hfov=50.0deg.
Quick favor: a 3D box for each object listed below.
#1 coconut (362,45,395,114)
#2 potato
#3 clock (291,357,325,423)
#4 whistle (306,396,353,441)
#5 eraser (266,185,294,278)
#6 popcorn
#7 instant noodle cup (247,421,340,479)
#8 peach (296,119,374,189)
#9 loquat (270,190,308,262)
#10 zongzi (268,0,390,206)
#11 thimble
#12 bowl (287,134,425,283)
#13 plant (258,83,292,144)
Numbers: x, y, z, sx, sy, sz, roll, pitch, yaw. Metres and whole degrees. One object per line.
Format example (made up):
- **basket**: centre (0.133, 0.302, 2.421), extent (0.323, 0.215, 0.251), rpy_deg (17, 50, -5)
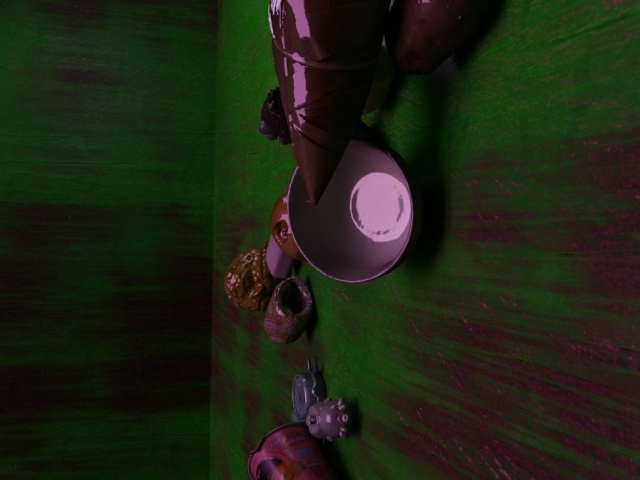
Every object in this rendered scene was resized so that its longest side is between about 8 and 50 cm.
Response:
- **coconut**: centre (0.080, -0.373, 1.600), extent (0.183, 0.170, 0.171), rpy_deg (120, 147, -42)
- **potato**: centre (0.210, -0.416, 1.260), extent (0.262, 0.164, 0.165), rpy_deg (124, 142, -55)
- **clock**: centre (-0.037, 0.462, 2.062), extent (0.159, 0.065, 0.211), rpy_deg (-177, 89, -70)
- **whistle**: centre (0.021, 0.480, 1.838), extent (0.253, 0.105, 0.102), rpy_deg (-33, 27, 59)
- **eraser**: centre (-0.108, -0.024, 2.246), extent (0.270, 0.094, 0.174), rpy_deg (113, 160, -44)
- **popcorn**: centre (-0.219, 0.121, 2.431), extent (0.237, 0.205, 0.252), rpy_deg (91, -161, -47)
- **instant noodle cup**: centre (-0.046, 0.661, 1.873), extent (0.255, 0.243, 0.244), rpy_deg (40, 127, 55)
- **peach**: centre (0.054, -0.194, 1.660), extent (0.214, 0.214, 0.236), rpy_deg (151, 135, -68)
- **loquat**: centre (-0.029, -0.043, 1.886), extent (0.213, 0.213, 0.213), rpy_deg (-179, 90, -71)
- **zongzi**: centre (-0.029, -0.371, 1.453), extent (0.500, 0.218, 0.467), rpy_deg (-111, 33, -65)
- **thimble**: centre (-0.101, 0.216, 2.152), extent (0.144, 0.137, 0.191), rpy_deg (111, 164, -44)
- **bowl**: centre (0.091, -0.068, 1.467), extent (0.307, 0.163, 0.307), rpy_deg (3, 95, 31)
- **plant**: centre (-0.124, -0.396, 2.242), extent (0.146, 0.149, 0.274), rpy_deg (61, 163, 5)
